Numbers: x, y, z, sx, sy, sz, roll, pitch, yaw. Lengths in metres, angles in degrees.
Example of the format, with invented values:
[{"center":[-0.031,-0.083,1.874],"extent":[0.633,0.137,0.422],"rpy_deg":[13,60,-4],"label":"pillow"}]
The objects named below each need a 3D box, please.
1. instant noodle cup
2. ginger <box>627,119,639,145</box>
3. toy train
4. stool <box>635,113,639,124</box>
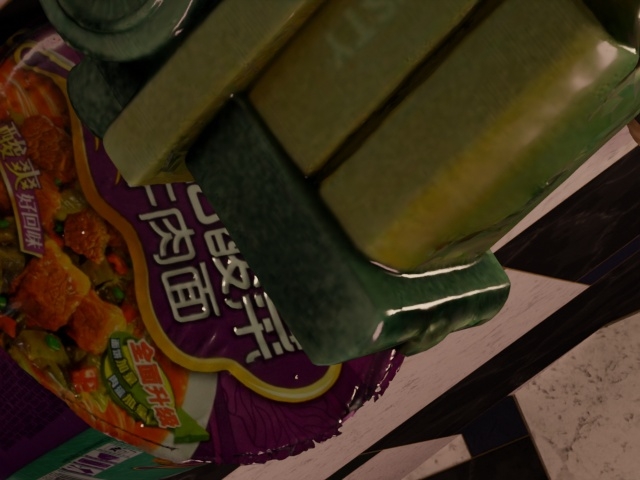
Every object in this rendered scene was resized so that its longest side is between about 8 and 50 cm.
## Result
[{"center":[-0.100,0.021,0.867],"extent":[0.251,0.251,0.190],"rpy_deg":[-24,171,-36],"label":"instant noodle cup"},{"center":[0.407,-0.202,1.503],"extent":[0.190,0.126,0.354],"rpy_deg":[2,140,-50],"label":"ginger"},{"center":[0.054,-0.129,0.660],"extent":[0.397,0.253,0.160],"rpy_deg":[-44,162,30],"label":"toy train"},{"center":[0.416,-0.161,1.304],"extent":[0.270,0.170,0.243],"rpy_deg":[-2,138,-28],"label":"stool"}]
